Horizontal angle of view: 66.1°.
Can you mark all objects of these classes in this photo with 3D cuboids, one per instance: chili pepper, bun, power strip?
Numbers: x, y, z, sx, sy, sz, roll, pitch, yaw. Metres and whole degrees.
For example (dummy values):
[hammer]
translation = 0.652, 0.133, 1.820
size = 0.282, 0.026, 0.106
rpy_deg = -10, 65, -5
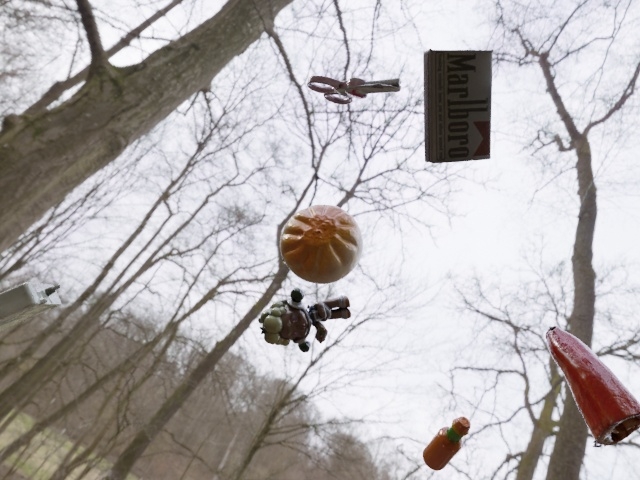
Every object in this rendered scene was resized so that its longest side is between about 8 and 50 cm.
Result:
[chili pepper]
translation = 0.357, 0.183, 0.667
size = 0.064, 0.169, 0.088
rpy_deg = -5, -47, -11
[bun]
translation = 0.000, 0.000, 1.713
size = 0.298, 0.299, 0.165
rpy_deg = 22, -23, 14
[power strip]
translation = -0.586, 0.151, 0.768
size = 0.043, 0.367, 0.106
rpy_deg = 65, -11, 3

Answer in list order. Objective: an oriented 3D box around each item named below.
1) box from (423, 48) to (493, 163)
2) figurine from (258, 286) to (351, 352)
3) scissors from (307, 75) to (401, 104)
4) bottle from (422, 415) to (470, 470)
[box]
translation = 0.225, -0.218, 0.802
size = 0.036, 0.115, 0.178
rpy_deg = -149, -126, -71
[figurine]
translation = -0.031, 0.162, 1.020
size = 0.197, 0.093, 0.147
rpy_deg = -9, -72, -5
[scissors]
translation = 0.080, -0.332, 1.077
size = 0.242, 0.031, 0.118
rpy_deg = 13, -5, 45
[bottle]
translation = 0.319, 0.501, 1.226
size = 0.069, 0.069, 0.187
rpy_deg = 27, -51, 8
